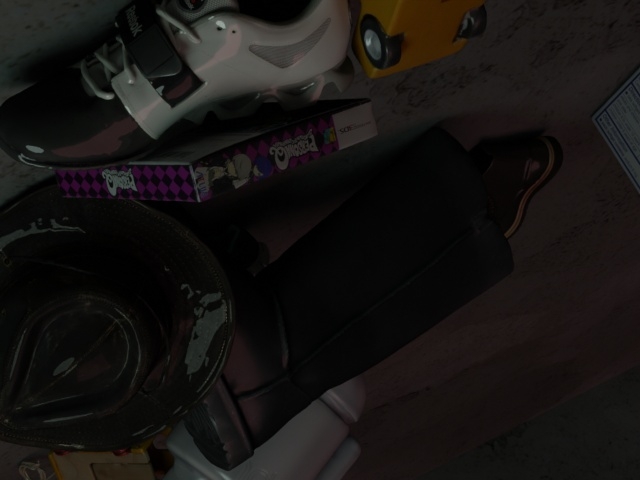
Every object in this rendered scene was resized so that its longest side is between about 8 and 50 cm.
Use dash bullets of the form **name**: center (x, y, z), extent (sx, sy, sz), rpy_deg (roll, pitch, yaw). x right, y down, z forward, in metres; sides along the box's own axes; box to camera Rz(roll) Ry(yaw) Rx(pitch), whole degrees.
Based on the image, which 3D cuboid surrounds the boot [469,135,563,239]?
- **boot**: center (0.215, -0.064, 2.122), extent (0.137, 0.077, 0.198), rpy_deg (-4, 136, -39)

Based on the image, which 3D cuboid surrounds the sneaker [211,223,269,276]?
- **sneaker**: center (-0.147, 0.030, 1.899), extent (0.166, 0.065, 0.076), rpy_deg (-29, 140, 3)

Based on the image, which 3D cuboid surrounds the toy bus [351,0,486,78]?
- **toy bus**: center (0.093, -0.276, 1.347), extent (0.108, 0.130, 0.332), rpy_deg (-22, 159, -20)

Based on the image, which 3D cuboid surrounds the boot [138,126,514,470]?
- **boot**: center (0.000, 0.002, 1.825), extent (0.445, 0.146, 0.367), rpy_deg (-32, 127, -21)

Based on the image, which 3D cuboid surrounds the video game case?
- **video game case**: center (-0.100, -0.085, 1.478), extent (0.210, 0.041, 0.232), rpy_deg (-23, -163, -37)

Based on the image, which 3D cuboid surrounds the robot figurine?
- **robot figurine**: center (-0.072, 0.251, 2.214), extent (0.300, 0.200, 0.353), rpy_deg (43, 77, -30)

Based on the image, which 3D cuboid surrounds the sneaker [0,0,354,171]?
- **sneaker**: center (-0.128, -0.168, 1.378), extent (0.331, 0.122, 0.146), rpy_deg (-21, 141, -18)

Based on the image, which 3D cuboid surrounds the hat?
- **hat**: center (-0.249, 0.113, 1.593), extent (0.331, 0.331, 0.134), rpy_deg (-34, -158, 16)

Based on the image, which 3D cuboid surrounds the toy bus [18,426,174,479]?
- **toy bus**: center (-0.295, 0.307, 2.277), extent (0.191, 0.202, 0.104), rpy_deg (-55, 179, 38)

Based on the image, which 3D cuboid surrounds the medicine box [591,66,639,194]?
- **medicine box**: center (0.536, -0.143, 2.047), extent (0.149, 0.263, 0.289), rpy_deg (-13, 155, -38)
